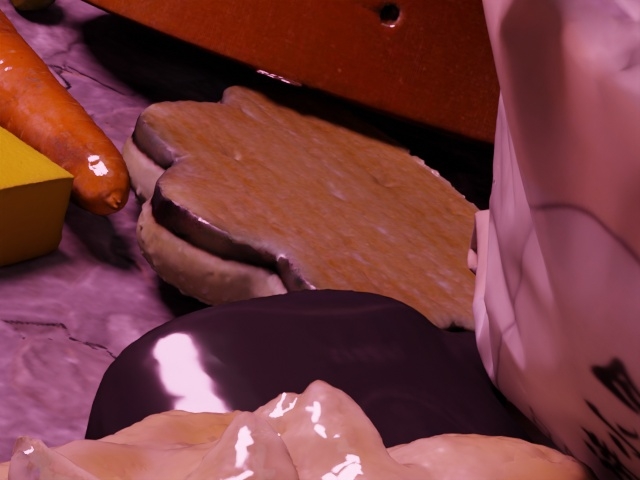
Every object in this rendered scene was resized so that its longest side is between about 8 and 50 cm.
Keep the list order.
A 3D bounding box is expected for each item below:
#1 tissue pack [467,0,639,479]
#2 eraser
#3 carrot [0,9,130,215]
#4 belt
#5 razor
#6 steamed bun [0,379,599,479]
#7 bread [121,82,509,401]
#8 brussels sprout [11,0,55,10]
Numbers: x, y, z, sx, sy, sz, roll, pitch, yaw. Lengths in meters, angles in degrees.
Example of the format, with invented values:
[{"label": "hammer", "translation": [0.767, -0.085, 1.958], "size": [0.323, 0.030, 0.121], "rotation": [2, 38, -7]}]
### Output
[{"label": "tissue pack", "translation": [0.190, 0.058, 0.609], "size": [0.195, 0.375, 0.390], "rotation": [-42, 70, -13]}, {"label": "eraser", "translation": [-0.195, -0.033, 0.940], "size": [0.122, 0.045, 0.097], "rotation": [33, 29, 28]}, {"label": "carrot", "translation": [-0.153, -0.070, 1.012], "size": [0.061, 0.061, 0.210], "rotation": [-4, 34, -38]}, {"label": "belt", "translation": [0.018, -0.142, 1.157], "size": [0.339, 0.122, 0.217], "rotation": [20, 9, 8]}, {"label": "razor", "translation": [0.063, 0.152, 0.676], "size": [0.204, 0.113, 0.349], "rotation": [1, 33, -40]}, {"label": "steamed bun", "translation": [-0.024, 0.140, 0.506], "size": [0.292, 0.137, 0.295], "rotation": [-31, 46, -20]}, {"label": "bread", "translation": [0.000, 0.000, 0.987], "size": [0.207, 0.056, 0.286], "rotation": [1, 29, -34]}, {"label": "brussels sprout", "translation": [-0.195, -0.170, 1.194], "size": [0.083, 0.046, 0.051], "rotation": [21, 20, 5]}]
